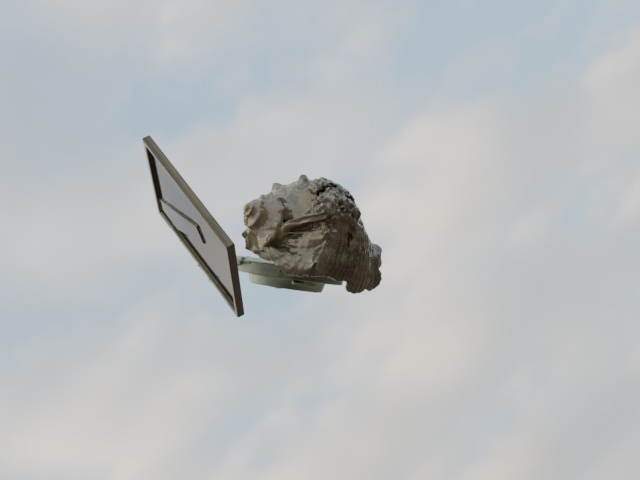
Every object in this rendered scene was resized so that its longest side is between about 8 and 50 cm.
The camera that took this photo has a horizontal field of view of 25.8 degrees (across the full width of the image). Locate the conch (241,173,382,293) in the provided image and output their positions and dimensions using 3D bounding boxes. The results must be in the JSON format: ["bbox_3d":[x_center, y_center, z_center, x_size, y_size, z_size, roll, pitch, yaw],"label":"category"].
[{"bbox_3d":[0.000,0.000,1.984,0.245,0.178,0.163,25,-47,-32],"label":"conch"}]

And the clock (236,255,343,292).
[{"bbox_3d":[-0.061,0.062,2.509,0.236,0.236,0.053,7,-92,-53],"label":"clock"}]

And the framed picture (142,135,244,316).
[{"bbox_3d":[-0.189,-0.020,2.085,0.016,0.250,0.184,-28,-34,-17],"label":"framed picture"}]
